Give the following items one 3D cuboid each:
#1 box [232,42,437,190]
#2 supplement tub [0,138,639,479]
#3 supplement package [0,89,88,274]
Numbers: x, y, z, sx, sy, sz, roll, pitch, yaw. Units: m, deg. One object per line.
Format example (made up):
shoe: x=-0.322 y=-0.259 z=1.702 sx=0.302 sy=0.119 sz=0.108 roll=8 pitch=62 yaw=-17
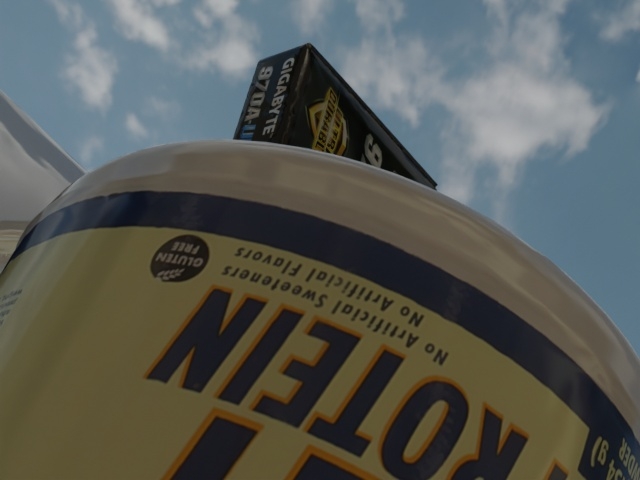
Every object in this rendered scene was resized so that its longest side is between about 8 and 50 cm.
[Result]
box: x=0.000 y=0.000 z=0.997 sx=0.051 sy=0.175 sz=0.220 roll=-14 pitch=-134 yaw=35
supplement tub: x=-0.046 y=0.157 z=0.417 sx=0.235 sy=0.235 sz=0.325 roll=22 pitch=-124 yaw=4
supplement package: x=-0.274 y=-0.005 z=0.966 sx=0.262 sy=0.204 sz=0.145 roll=40 pitch=-63 yaw=38
